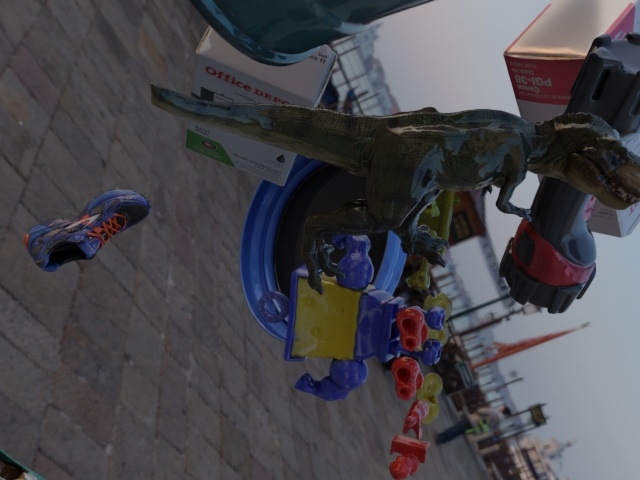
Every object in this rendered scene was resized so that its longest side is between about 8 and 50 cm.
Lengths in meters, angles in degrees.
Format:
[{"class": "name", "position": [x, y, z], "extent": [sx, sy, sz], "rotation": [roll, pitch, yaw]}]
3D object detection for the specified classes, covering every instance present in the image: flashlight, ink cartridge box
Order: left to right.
[{"class": "ink cartridge box", "position": [-0.083, -0.175, 0.837], "extent": [0.208, 0.153, 0.087], "rotation": [120, -9, -63]}, {"class": "flashlight", "position": [0.271, -0.056, 0.670], "extent": [0.304, 0.103, 0.103], "rotation": [98, 17, -44]}, {"class": "ink cartridge box", "position": [0.367, -0.175, 0.854], "extent": [0.117, 0.207, 0.283], "rotation": [19, -32, 45]}]

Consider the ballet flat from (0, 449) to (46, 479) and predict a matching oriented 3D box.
[{"class": "ballet flat", "position": [-0.491, 0.363, 0.996], "extent": [0.247, 0.087, 0.083], "rotation": [44, 54, -17]}]

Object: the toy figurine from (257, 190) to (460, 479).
[{"class": "toy figurine", "position": [0.024, 0.066, 0.722], "extent": [0.191, 0.217, 0.363], "rotation": [-22, 118, -68]}]

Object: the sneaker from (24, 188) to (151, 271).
[{"class": "sneaker", "position": [-0.387, -0.010, 1.120], "extent": [0.087, 0.221, 0.083], "rotation": [58, -7, 40]}]

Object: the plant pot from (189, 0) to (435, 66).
[{"class": "plant pot", "position": [0.080, -0.342, 0.538], "extent": [0.341, 0.334, 0.341], "rotation": [6, 83, -60]}]

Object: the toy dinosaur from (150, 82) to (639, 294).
[{"class": "toy dinosaur", "position": [0.042, -0.030, 0.374], "extent": [0.064, 0.268, 0.118], "rotation": [-99, -164, -46]}]

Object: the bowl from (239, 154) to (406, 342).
[{"class": "bowl", "position": [0.000, 0.000, 1.211], "extent": [0.077, 0.391, 0.391], "rotation": [13, 49, -43]}]
